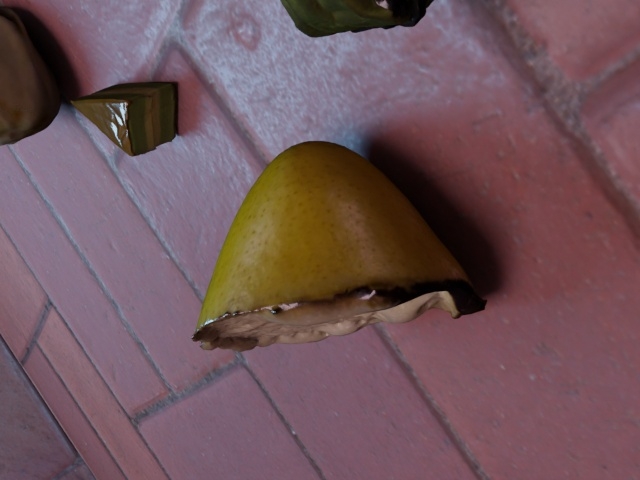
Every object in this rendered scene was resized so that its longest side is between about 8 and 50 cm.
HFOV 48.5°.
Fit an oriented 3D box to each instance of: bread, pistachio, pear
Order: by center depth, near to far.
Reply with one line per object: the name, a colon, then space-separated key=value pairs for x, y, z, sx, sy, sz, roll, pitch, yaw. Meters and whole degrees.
pear: x=-0.002 y=0.001 z=0.638 sx=0.267 sy=0.266 sz=0.178 roll=-25 pitch=72 yaw=55
bread: x=-0.245 y=-0.178 z=0.868 sx=0.139 sy=0.074 sz=0.084 roll=40 pitch=142 yaw=26
pistachio: x=-0.493 y=-0.248 z=1.043 sx=0.288 sy=0.166 sz=0.197 roll=40 pitch=118 yaw=29

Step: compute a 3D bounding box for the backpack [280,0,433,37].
backpack: x=0.021 y=-0.244 z=0.396 sx=0.140 sy=0.207 sz=0.253 roll=8 pitch=130 yaw=33
